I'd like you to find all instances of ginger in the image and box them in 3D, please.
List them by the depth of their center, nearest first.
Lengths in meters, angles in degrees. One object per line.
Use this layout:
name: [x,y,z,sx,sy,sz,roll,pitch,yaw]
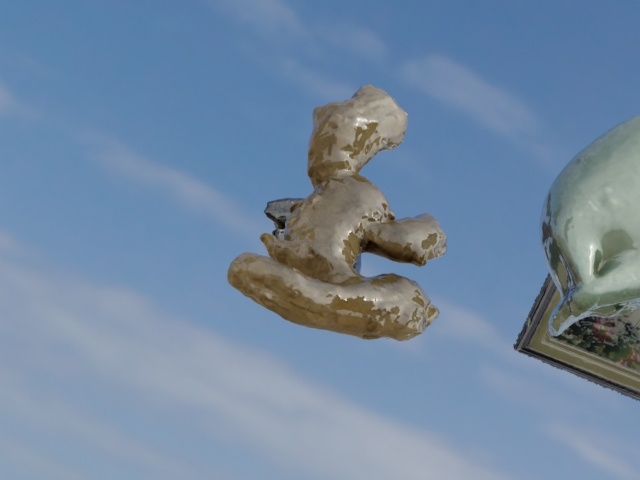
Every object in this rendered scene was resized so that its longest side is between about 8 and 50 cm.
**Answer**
ginger: [0.034,-0.014,1.333,0.149,0.259,0.065,32,-48,-7]

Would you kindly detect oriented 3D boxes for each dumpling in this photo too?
dumpling: [0.201,0.002,1.154,0.104,0.216,0.149,17,-49,29]

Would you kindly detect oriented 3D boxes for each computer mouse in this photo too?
computer mouse: [0.000,0.000,1.652,0.047,0.079,0.135,-34,-36,24]

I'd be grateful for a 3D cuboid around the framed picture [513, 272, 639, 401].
framed picture: [0.315,0.059,1.793,0.199,0.195,0.010,21,-13,30]
